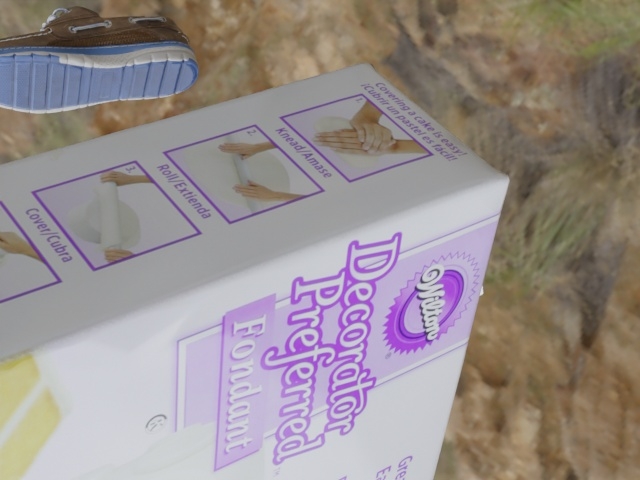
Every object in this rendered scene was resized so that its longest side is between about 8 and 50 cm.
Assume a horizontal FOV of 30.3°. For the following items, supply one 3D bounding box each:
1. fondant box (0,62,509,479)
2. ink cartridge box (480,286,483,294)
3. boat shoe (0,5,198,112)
[{"bbox_3d":[-0.097,0.089,0.458,0.096,0.330,0.238,43,140,36],"label":"fondant box"},{"bbox_3d":[0.043,0.025,0.879,0.092,0.143,0.090,73,180,-45],"label":"ink cartridge box"},{"bbox_3d":[-0.192,-0.146,0.936,0.066,0.183,0.066,120,139,-49],"label":"boat shoe"}]
